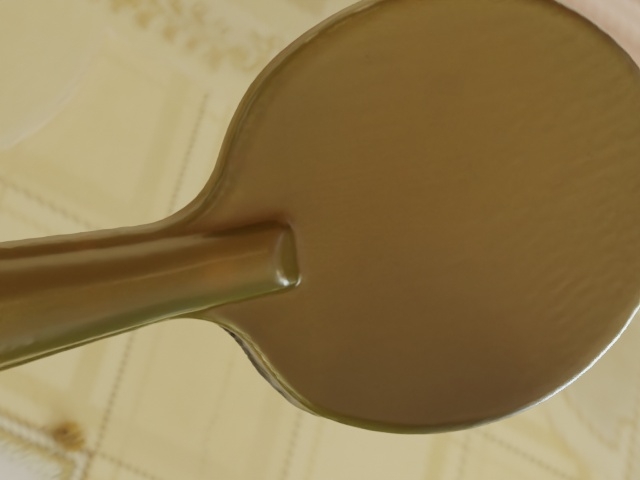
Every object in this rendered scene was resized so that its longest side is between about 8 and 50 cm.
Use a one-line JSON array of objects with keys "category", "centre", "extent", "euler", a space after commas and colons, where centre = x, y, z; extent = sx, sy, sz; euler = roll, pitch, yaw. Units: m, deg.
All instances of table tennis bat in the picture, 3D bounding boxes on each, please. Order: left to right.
[{"category": "table tennis bat", "centre": [0.000, 0.000, 0.793], "extent": [0.320, 0.050, 0.198], "euler": [-12, -68, -13]}]
